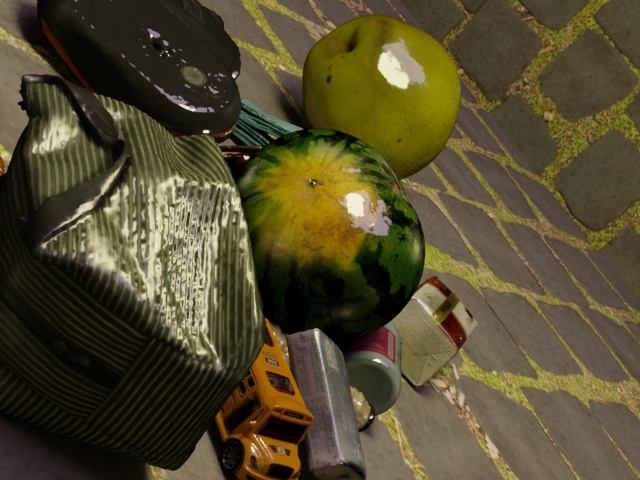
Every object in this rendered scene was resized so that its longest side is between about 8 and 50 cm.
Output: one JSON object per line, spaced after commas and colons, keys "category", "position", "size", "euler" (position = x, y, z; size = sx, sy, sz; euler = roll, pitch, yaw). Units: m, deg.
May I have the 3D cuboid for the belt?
{"category": "belt", "position": [-0.089, -0.149, 1.954], "size": [0.179, 0.100, 0.065], "euler": [33, 19, 11]}

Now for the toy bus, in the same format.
{"category": "toy bus", "position": [-0.070, 0.166, 1.344], "size": [0.083, 0.088, 0.194], "euler": [23, 31, -44]}

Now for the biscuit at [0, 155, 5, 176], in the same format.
{"category": "biscuit", "position": [-0.418, -0.141, 1.339], "size": [0.206, 0.025, 0.126], "euler": [33, 23, -32]}

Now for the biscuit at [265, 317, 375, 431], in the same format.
{"category": "biscuit", "position": [-0.027, 0.152, 1.503], "size": [0.219, 0.055, 0.061], "euler": [40, 15, -18]}

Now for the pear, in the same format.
{"category": "pear", "position": [0.108, -0.241, 2.222], "size": [0.294, 0.294, 0.294], "euler": [39, 21, -18]}

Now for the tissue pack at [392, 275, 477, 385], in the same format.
{"category": "tissue pack", "position": [0.152, 0.127, 1.836], "size": [0.106, 0.099, 0.148], "euler": [47, 20, 3]}

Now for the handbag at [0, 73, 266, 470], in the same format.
{"category": "handbag", "position": [-0.204, 0.021, 1.170], "size": [0.240, 0.247, 0.341], "euler": [20, 33, -29]}

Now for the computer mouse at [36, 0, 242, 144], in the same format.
{"category": "computer mouse", "position": [-0.248, -0.238, 1.718], "size": [0.323, 0.116, 0.183], "euler": [44, 35, 6]}

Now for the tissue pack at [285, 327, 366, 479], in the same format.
{"category": "tissue pack", "position": [0.007, 0.185, 1.401], "size": [0.112, 0.051, 0.156], "euler": [53, 23, -65]}

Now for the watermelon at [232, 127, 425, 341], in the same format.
{"category": "watermelon", "position": [-0.002, -0.001, 1.561], "size": [0.269, 0.269, 0.269], "euler": [39, 21, -18]}

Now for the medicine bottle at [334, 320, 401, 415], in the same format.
{"category": "medicine bottle", "position": [0.059, 0.137, 1.650], "size": [0.090, 0.090, 0.217], "euler": [41, 20, -14]}

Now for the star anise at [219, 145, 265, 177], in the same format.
{"category": "star anise", "position": [-0.045, -0.053, 1.765], "size": [0.220, 0.126, 0.190], "euler": [21, 35, -54]}

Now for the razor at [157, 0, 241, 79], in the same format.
{"category": "razor", "position": [-0.264, -0.347, 1.915], "size": [0.326, 0.107, 0.189], "euler": [33, 25, -31]}
